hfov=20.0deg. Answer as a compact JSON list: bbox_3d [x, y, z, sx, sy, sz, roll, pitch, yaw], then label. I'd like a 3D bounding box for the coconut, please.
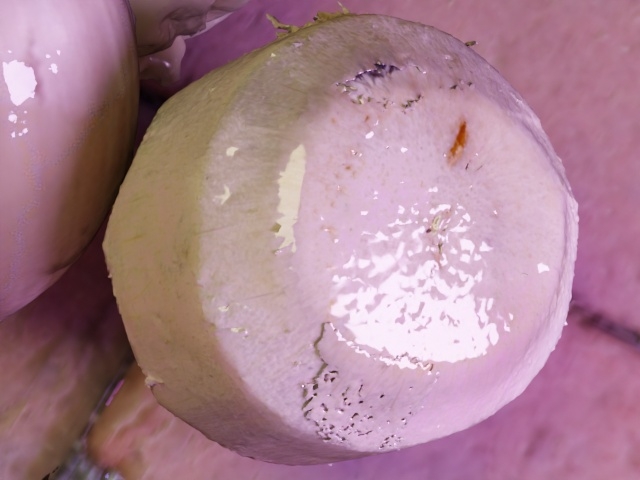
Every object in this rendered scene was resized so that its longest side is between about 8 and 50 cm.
[{"bbox_3d":[0.000,0.000,0.681,0.183,0.171,0.171,-8,58,63],"label":"coconut"}]

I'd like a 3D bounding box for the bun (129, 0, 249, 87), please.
[{"bbox_3d":[-0.101,-0.161,0.803,0.229,0.145,0.229,-14,54,20],"label":"bun"}]

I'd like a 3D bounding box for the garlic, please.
[{"bbox_3d":[-0.136,-0.037,0.706,0.128,0.267,0.148,-1,22,-8],"label":"garlic"}]
